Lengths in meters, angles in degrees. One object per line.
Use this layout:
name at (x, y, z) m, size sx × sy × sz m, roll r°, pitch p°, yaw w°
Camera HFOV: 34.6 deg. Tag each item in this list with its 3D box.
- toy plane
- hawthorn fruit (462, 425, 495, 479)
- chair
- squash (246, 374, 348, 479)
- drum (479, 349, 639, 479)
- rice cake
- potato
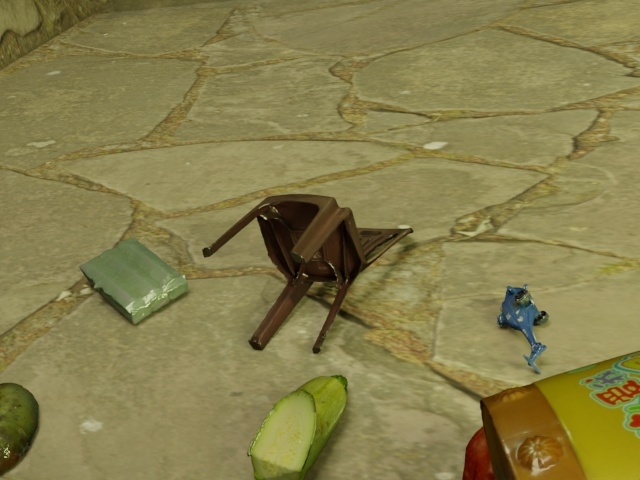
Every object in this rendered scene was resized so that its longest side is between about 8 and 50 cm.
toy plane at (0.264, 0.109, 1.336) m, size 0.062 × 0.054 × 0.167 m, roll -38°, pitch 24°, yaw 14°
hawthorn fruit at (0.232, 0.229, 1.019) m, size 0.179 × 0.173 × 0.173 m, roll 1°, pitch 33°, yaw 29°
chair at (0.000, 0.000, 1.529) m, size 0.175 × 0.183 × 0.326 m, roll 2°, pitch 34°, yaw 30°
squash at (-0.015, 0.213, 1.268) m, size 0.090 × 0.075 × 0.200 m, roll -29°, pitch 15°, yaw 39°
drum at (0.259, 0.272, 0.660) m, size 0.214 × 0.431 × 0.431 m, roll -15°, pitch 28°, yaw 2°
rice cake at (-0.320, 0.064, 1.737) m, size 0.127 × 0.043 × 0.237 m, roll -31°, pitch 30°, yaw -22°
potato at (-0.463, 0.257, 1.460) m, size 0.119 × 0.054 × 0.198 m, roll -14°, pitch 28°, yaw 11°
